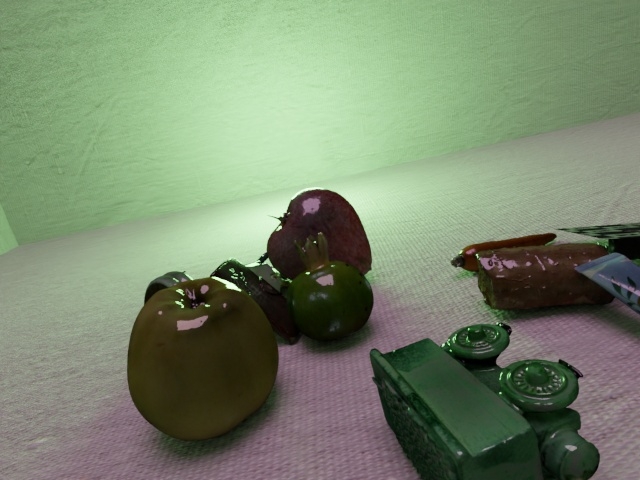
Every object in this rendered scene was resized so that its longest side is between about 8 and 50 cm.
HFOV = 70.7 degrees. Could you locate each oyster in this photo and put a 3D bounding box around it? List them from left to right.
[{"bbox_3d":[-0.146,0.099,1.295,0.133,0.071,0.209,-9,16,2],"label":"oyster"}]

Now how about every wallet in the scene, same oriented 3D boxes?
[{"bbox_3d":[-0.134,0.125,1.007,0.031,0.232,0.122,-52,2,23],"label":"wallet"}]

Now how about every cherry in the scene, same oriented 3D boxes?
[{"bbox_3d":[0.000,0.000,1.196,0.308,0.261,0.221,29,-6,0],"label":"cherry"}]

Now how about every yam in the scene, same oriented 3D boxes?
[{"bbox_3d":[0.435,0.072,0.896,0.239,0.127,0.129,-5,-12,7],"label":"yam"}]

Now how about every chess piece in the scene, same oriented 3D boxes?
[{"bbox_3d":[-0.240,0.140,1.075,0.195,0.194,0.299,2,13,39],"label":"chess piece"}]

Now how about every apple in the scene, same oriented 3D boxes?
[{"bbox_3d":[-0.196,0.195,0.770,0.263,0.262,0.262,-11,18,4],"label":"apple"}]

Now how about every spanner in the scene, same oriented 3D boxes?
[{"bbox_3d":[-0.236,0.118,1.272,0.087,0.024,0.316,-22,18,43],"label":"spanner"}]

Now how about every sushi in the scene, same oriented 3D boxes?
[{"bbox_3d":[0.736,0.000,0.959,0.360,0.064,0.343,-4,4,12],"label":"sushi"}]

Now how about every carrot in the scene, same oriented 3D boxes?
[{"bbox_3d":[0.472,0.025,1.142,0.337,0.068,0.069,-11,16,-18],"label":"carrot"}]

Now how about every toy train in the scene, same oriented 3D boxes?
[{"bbox_3d":[0.200,0.214,0.578,0.202,0.145,0.266,-19,18,-11],"label":"toy train"}]

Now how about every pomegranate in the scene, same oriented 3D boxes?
[{"bbox_3d":[0.010,0.096,0.943,0.187,0.224,0.187,-20,5,2],"label":"pomegranate"}]

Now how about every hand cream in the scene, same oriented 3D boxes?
[{"bbox_3d":[0.541,0.105,0.721,0.091,0.058,0.271,-21,36,-5],"label":"hand cream"}]
